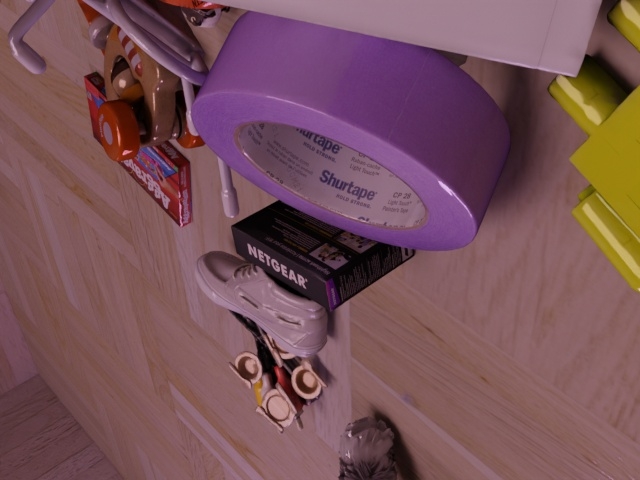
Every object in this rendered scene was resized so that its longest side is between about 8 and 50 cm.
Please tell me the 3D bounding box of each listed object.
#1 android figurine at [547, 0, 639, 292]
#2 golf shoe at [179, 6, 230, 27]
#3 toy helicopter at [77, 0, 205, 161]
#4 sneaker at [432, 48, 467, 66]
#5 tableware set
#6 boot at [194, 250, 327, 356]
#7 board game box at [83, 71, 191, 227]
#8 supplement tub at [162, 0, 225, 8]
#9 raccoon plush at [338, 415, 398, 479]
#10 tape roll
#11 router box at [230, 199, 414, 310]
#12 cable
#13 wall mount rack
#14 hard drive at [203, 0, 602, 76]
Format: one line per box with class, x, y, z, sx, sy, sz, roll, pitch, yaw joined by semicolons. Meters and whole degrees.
android figurine;0.280;-0.045;0.562;0.273;0.056;0.248;54;150;12
golf shoe;-0.124;-0.292;0.936;0.198;0.077;0.094;37;151;57
toy helicopter;-0.256;-0.299;1.115;0.235;0.140;0.355;46;139;39
sneaker;0.025;-0.219;0.670;0.085;0.237;0.086;-106;36;-77
tableware set;-0.066;0.214;1.294;0.168;0.020;0.141;-45;77;28
boot;-0.087;0.056;1.201;0.258;0.095;0.124;31;136;27
board game box;-0.315;-0.158;1.402;0.281;0.027;0.145;43;148;26
supplement tub;-0.097;-0.380;0.672;0.207;0.207;0.338;45;149;23
raccoon plush;0.092;0.485;1.301;0.299;0.216;0.447;172;99;-73
tape roll;0.026;-0.091;0.731;0.274;0.090;0.275;24;166;6
router box;0.000;0.000;0.953;0.178;0.133;0.046;28;138;43
cable;-0.094;0.183;1.333;0.139;0.072;0.287;-11;108;54
wall mount rack;-0.187;-0.192;0.881;0.304;0.130;0.350;35;-163;-37
hard drive;0.047;-0.239;0.540;0.307;0.040;0.203;13;120;6
